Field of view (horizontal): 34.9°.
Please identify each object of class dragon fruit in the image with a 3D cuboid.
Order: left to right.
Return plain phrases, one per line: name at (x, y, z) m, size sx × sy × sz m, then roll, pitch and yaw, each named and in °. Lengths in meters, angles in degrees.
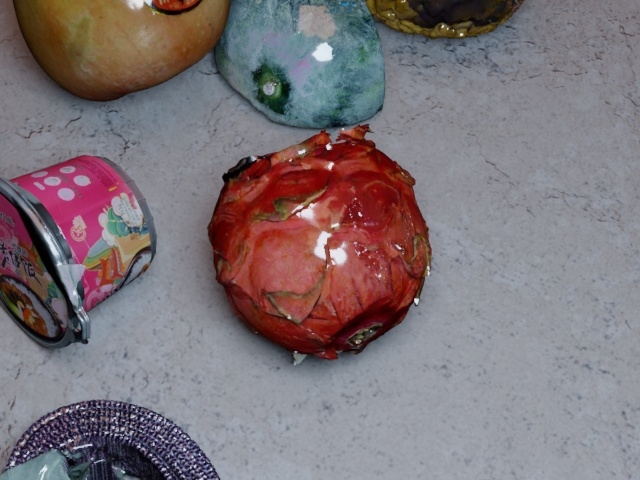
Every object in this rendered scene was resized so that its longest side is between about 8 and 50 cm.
dragon fruit at (0.000, 0.000, 1.356) m, size 0.295 × 0.296 × 0.302 m, roll -19°, pitch 63°, yaw -13°

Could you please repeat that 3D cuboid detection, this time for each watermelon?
watermelon at (-0.051, -0.310, 1.607) m, size 0.321 × 0.188 × 0.175 m, roll 22°, pitch 52°, yaw 17°

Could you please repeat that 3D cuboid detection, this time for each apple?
apple at (-0.307, -0.394, 1.557) m, size 0.338 × 0.305 × 0.338 m, roll -22°, pitch 22°, yaw 10°

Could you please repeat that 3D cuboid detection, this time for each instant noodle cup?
instant noodle cup at (-0.342, -0.006, 1.388) m, size 0.181 × 0.258 × 0.302 m, roll -32°, pitch 69°, yaw -35°

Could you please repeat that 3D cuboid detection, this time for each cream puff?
cream puff at (0.200, -0.461, 1.634) m, size 0.342 × 0.327 × 0.231 m, roll 20°, pitch 51°, yaw -39°

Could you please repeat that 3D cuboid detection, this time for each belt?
belt at (-0.247, 0.339, 1.221) m, size 0.260 × 0.122 × 0.325 m, roll -29°, pitch 59°, yaw -24°
